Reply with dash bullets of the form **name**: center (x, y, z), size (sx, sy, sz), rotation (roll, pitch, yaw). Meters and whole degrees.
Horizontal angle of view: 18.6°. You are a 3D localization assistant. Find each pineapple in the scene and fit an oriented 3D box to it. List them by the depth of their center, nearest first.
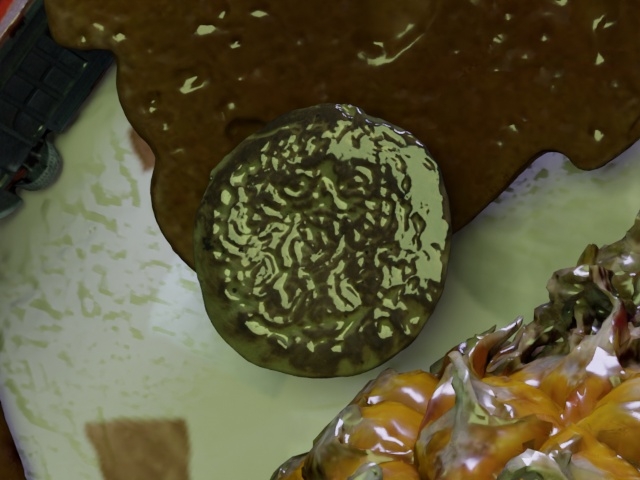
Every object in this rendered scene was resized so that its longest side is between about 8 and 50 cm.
- **pineapple**: center (0.078, 0.098, 0.673), size (0.344, 0.209, 0.286), rotation (8, 81, 22)

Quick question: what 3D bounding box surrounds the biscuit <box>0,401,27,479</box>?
- **biscuit**: center (-0.298, 0.123, 0.890), size (0.359, 0.046, 0.359), rotation (-4, 79, 18)

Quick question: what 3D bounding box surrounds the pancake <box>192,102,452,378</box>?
- **pancake**: center (0.000, 0.000, 0.770), size (0.115, 0.011, 0.115), rotation (0, 90, 18)

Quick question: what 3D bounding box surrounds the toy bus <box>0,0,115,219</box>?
- **toy bus**: center (-0.131, -0.095, 0.861), size (0.077, 0.079, 0.174), rotation (39, 94, 31)

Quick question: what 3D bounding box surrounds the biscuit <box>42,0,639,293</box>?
- **biscuit**: center (0.036, -0.104, 0.778), size (0.301, 0.043, 0.278), rotation (5, 108, 7)
